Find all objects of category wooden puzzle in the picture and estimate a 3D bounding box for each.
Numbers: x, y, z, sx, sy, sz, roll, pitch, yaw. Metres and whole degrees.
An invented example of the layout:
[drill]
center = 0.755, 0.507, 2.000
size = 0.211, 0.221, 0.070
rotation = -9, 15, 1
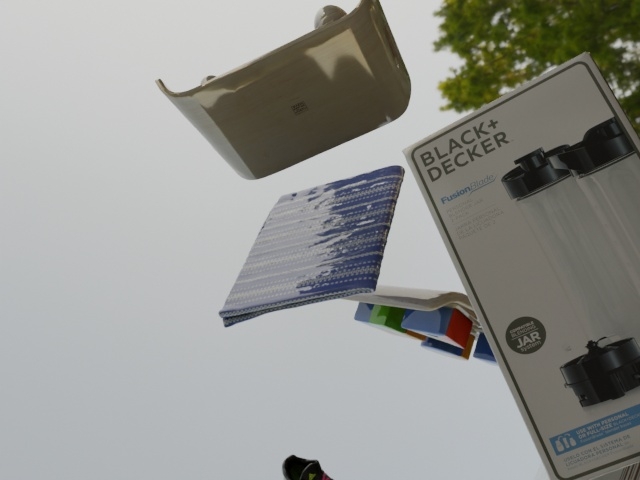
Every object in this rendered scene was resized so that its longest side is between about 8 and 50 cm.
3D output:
[wooden puzzle]
center = 0.219, 0.149, 1.212
size = 0.348, 0.322, 0.080
rotation = 20, -100, -29

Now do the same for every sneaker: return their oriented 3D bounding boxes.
[sneaker]
center = -0.003, 0.408, 1.199
size = 0.063, 0.170, 0.074
rotation = -45, -45, -28

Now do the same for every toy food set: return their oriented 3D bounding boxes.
[toy food set]
center = -0.039, -0.214, 0.997
size = 0.306, 0.220, 0.092
rotation = -23, -121, 10

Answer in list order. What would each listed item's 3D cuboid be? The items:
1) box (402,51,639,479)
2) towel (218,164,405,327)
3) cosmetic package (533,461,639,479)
[box]
center = 0.198, 0.023, 0.563
size = 0.087, 0.169, 0.290
rotation = 28, -141, -63
[towel]
center = 0.000, 0.000, 1.097
size = 0.040, 0.243, 0.336
rotation = 63, -154, -26
[cosmetic package]
center = 0.619, 0.465, 1.411
size = 0.329, 0.393, 0.327
rotation = 26, -124, 18
